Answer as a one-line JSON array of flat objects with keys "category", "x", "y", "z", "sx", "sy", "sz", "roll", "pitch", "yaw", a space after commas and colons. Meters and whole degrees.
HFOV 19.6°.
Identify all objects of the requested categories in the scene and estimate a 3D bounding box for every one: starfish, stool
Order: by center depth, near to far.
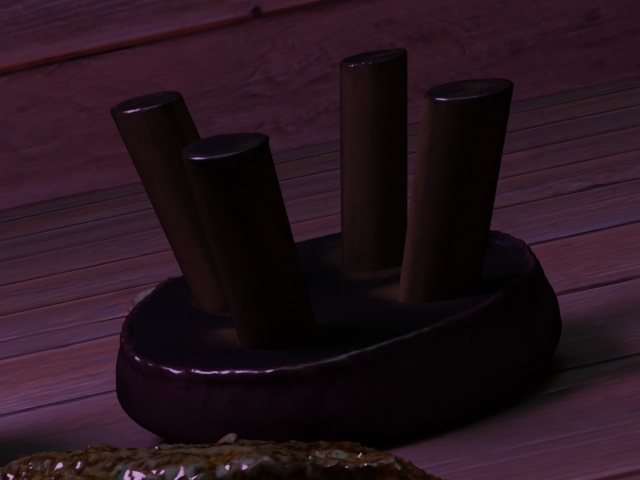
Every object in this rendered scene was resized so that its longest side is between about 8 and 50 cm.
[{"category": "starfish", "x": -0.116, "y": 0.139, "z": 0.803, "sx": 0.358, "sy": 0.078, "sz": 0.347, "roll": -18, "pitch": 13, "yaw": -36}, {"category": "stool", "x": 0.000, "y": 0.000, "z": 1.101, "sx": 0.272, "sy": 0.178, "sz": 0.272, "roll": -8, "pitch": 16, "yaw": 2}]

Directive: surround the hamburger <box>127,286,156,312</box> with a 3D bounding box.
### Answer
[{"category": "hamburger", "x": -0.104, "y": 0.054, "z": 1.429, "sx": 0.084, "sy": 0.054, "sz": 0.121, "roll": -17, "pitch": 6, "yaw": -6}]
